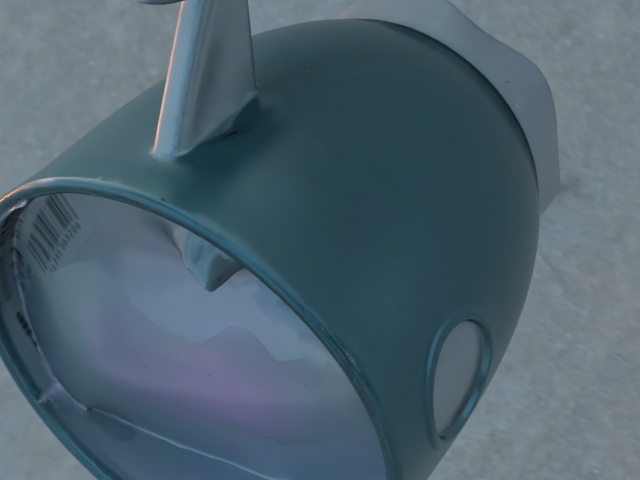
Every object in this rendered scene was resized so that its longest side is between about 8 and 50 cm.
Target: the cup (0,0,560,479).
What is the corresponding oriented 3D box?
[{"bbox_3d":[0.000,0.000,0.607,0.167,0.300,0.173,18,44,31],"label":"cup"}]
